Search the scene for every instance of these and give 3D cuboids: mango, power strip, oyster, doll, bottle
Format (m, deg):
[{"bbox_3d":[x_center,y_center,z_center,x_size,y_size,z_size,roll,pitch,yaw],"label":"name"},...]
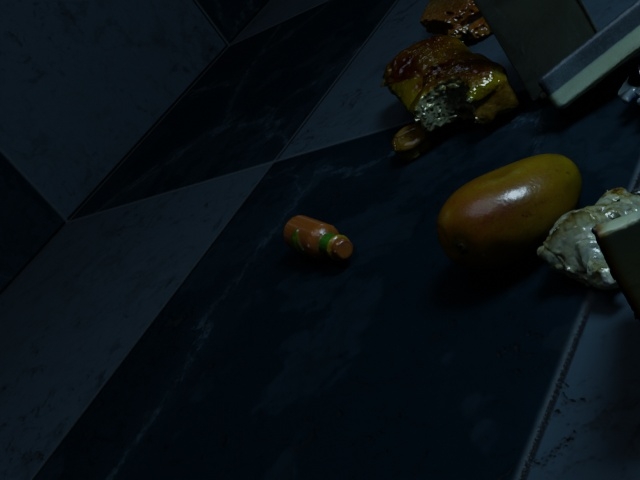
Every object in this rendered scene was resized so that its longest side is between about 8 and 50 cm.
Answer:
[{"bbox_3d":[0.263,-0.042,1.209,0.221,0.120,0.151,-28,20,0],"label":"mango"},{"bbox_3d":[0.456,-0.302,1.395,0.257,0.070,0.105,-37,-2,19],"label":"power strip"},{"bbox_3d":[0.348,-0.007,1.089,0.163,0.081,0.191,-28,30,12],"label":"oyster"},{"bbox_3d":[0.496,-0.249,1.315,0.096,0.070,0.195,-24,18,43],"label":"doll"},{"bbox_3d":[0.000,0.000,1.552,0.069,0.069,0.187,-45,25,-14],"label":"bottle"}]

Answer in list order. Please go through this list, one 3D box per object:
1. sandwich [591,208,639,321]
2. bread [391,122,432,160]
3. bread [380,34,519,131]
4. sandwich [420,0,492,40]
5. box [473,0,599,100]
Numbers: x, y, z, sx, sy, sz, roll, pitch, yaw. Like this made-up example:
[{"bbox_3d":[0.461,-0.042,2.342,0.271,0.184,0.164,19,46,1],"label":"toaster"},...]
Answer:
[{"bbox_3d":[0.350,0.008,0.885,0.108,0.220,0.186,-28,27,24],"label":"sandwich"},{"bbox_3d":[0.172,-0.186,1.669,0.081,0.046,0.083,-15,32,35],"label":"bread"},{"bbox_3d":[0.230,-0.295,1.676,0.185,0.109,0.380,-24,25,0],"label":"bread"},{"bbox_3d":[0.329,-0.522,1.960,0.212,0.109,0.292,-40,25,-6],"label":"sandwich"},{"bbox_3d":[0.367,-0.389,1.514,0.149,0.231,0.155,-30,18,19],"label":"box"}]
